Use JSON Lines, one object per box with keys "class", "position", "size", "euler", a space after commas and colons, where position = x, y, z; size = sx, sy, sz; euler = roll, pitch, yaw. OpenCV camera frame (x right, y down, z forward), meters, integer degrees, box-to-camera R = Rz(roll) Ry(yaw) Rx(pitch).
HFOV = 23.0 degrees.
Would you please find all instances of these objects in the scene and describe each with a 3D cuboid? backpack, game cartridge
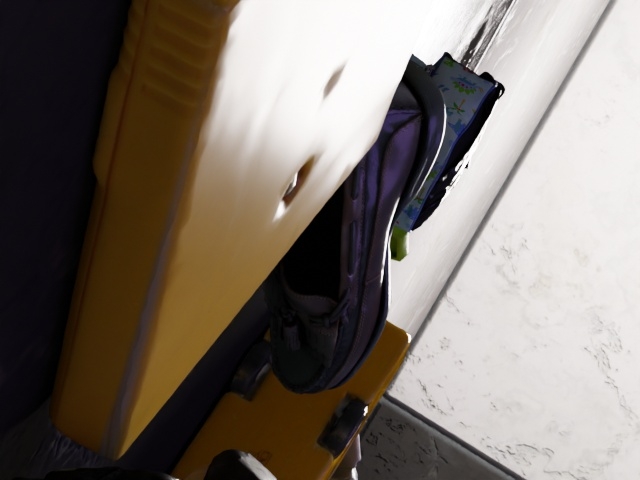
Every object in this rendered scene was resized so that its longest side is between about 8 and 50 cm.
{"class": "backpack", "position": [0.065, -0.069, 1.120], "size": [0.114, 0.084, 0.105], "euler": [-58, 173, -41]}
{"class": "game cartridge", "position": [-0.015, -0.085, 0.727], "size": [0.285, 0.053, 0.323], "euler": [-52, 167, -40]}

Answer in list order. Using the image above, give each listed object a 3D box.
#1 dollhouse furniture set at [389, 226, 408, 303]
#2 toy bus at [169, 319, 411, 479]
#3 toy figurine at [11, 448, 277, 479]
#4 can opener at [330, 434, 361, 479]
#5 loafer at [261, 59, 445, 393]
{"class": "dollhouse furniture set", "position": [0.035, -0.005, 1.397], "size": [0.076, 0.058, 0.151], "euler": [-43, 144, -39]}
{"class": "toy bus", "position": [-0.055, 0.191, 1.278], "size": [0.332, 0.108, 0.130], "euler": [-56, 173, -20]}
{"class": "toy figurine", "position": [-0.091, 0.218, 0.725], "size": [0.213, 0.148, 0.209], "euler": [-42, 122, -61]}
{"class": "can opener", "position": [0.002, 0.225, 1.444], "size": [0.095, 0.076, 0.283], "euler": [-71, 158, -80]}
{"class": "loafer", "position": [0.000, 0.000, 1.041], "size": [0.084, 0.096, 0.267], "euler": [-22, 141, -43]}
